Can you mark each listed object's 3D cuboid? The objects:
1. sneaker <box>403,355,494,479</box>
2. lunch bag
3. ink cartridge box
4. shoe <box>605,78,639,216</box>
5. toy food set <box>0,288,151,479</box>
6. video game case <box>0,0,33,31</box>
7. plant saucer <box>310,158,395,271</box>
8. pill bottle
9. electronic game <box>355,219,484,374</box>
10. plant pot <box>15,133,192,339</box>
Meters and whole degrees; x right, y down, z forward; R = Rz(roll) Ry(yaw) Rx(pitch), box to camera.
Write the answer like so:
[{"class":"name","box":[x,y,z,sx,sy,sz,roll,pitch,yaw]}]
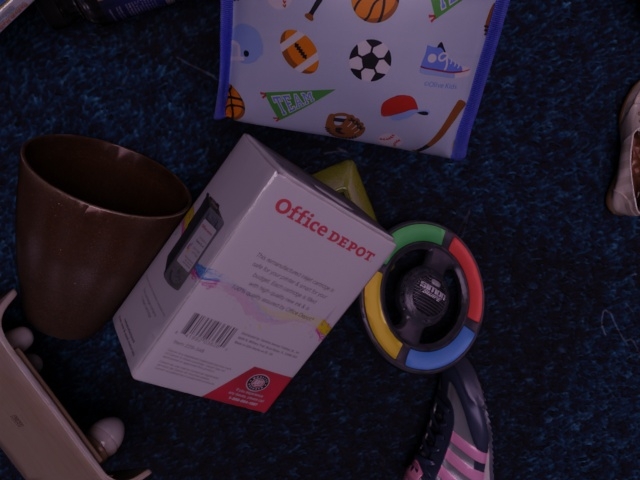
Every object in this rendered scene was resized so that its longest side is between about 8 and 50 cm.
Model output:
[{"class":"sneaker","box":[0.193,0.335,1.063,0.131,0.112,0.319,-8,100,-9]},{"class":"lunch bag","box":[0.054,-0.315,0.785,0.327,0.239,0.385,10,123,-2]},{"class":"ink cartridge box","box":[-0.085,0.053,0.881,0.226,0.131,0.306,29,101,-39]},{"class":"shoe","box":[0.498,-0.143,1.046,0.076,0.058,0.219,6,99,-9]},{"class":"toy food set","box":[-0.383,0.219,0.939,0.219,0.092,0.306,-21,105,41]},{"class":"video game case","box":[-0.411,-0.350,0.836,0.206,0.026,0.227,-42,62,1]},{"class":"plant saucer","box":[0.000,0.000,1.011,0.188,0.045,0.188,-24,102,-3]},{"class":"pill bottle","box":[-0.257,-0.350,0.874,0.219,0.123,0.123,-20,102,-2]},{"class":"electronic game","box":[0.152,0.083,1.007,0.229,0.048,0.229,4,82,-27]},{"class":"plant pot","box":[-0.314,0.010,0.905,0.215,0.215,0.230,22,112,-11]}]
